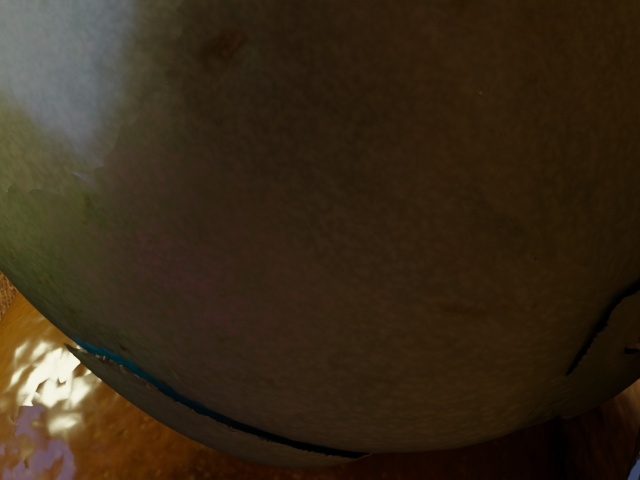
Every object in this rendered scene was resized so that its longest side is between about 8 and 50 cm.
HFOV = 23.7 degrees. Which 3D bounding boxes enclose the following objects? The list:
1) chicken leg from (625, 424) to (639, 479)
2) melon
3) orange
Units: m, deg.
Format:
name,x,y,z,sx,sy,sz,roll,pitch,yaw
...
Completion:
name,x,y,z,sx,sy,sz,roll,pitch,yaw
chicken leg,0.118,0.111,0.476,0.251,0.087,0.107,106,173,-65
melon,0.003,-0.084,0.466,0.330,0.269,0.268,58,152,27
orange,-0.027,0.100,0.641,0.264,0.264,0.264,176,90,-74
